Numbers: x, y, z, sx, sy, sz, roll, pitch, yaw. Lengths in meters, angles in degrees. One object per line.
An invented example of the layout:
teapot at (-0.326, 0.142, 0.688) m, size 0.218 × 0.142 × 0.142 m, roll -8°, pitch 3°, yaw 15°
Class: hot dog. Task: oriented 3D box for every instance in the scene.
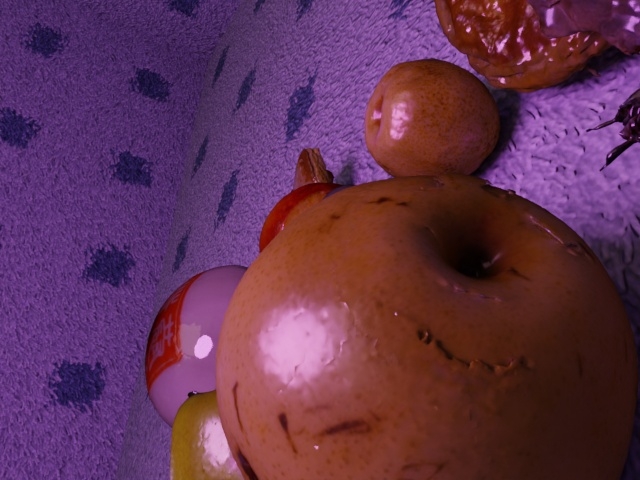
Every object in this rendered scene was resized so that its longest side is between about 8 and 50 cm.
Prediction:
hot dog at (-0.007, -0.044, 1.116) m, size 0.123 × 0.093 × 0.262 m, roll 44°, pitch 129°, yaw 55°

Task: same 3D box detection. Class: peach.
peach at (0.000, 0.000, 0.958) m, size 0.192 × 0.190 × 0.190 m, roll -34°, pitch 43°, yaw 48°

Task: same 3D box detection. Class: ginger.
ginger at (0.218, -0.278, 0.535) m, size 0.122 × 0.084 × 0.290 m, roll -36°, pitch 67°, yaw 30°

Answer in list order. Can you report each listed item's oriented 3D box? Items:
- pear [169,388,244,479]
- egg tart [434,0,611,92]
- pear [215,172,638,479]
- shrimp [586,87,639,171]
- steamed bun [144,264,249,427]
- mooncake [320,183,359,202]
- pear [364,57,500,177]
pear at (-0.034, 0.334, 0.707) m, size 0.176 × 0.286 × 0.282 m, roll -24°, pitch 49°, yaw 34°
egg tart at (0.255, -0.333, 0.653) m, size 0.351 × 0.153 × 0.340 m, roll -41°, pitch 64°, yaw 63°
pear at (0.081, 0.109, 0.507) m, size 0.348 × 0.348 × 0.349 m, roll -46°, pitch 35°, yaw 45°
shrimp at (0.358, -0.179, 0.358) m, size 0.410 × 0.166 × 0.222 m, roll -47°, pitch 60°, yaw 52°
steamed bun at (-0.238, 0.227, 1.237) m, size 0.374 × 0.241 × 0.375 m, roll -49°, pitch 32°, yaw 47°
mooncake at (0.065, 0.047, 0.784) m, size 0.275 × 0.135 × 0.275 m, roll -21°, pitch 61°, yaw 43°
pear at (0.148, -0.154, 0.774) m, size 0.178 × 0.178 × 0.178 m, roll -46°, pitch 35°, yaw 45°
